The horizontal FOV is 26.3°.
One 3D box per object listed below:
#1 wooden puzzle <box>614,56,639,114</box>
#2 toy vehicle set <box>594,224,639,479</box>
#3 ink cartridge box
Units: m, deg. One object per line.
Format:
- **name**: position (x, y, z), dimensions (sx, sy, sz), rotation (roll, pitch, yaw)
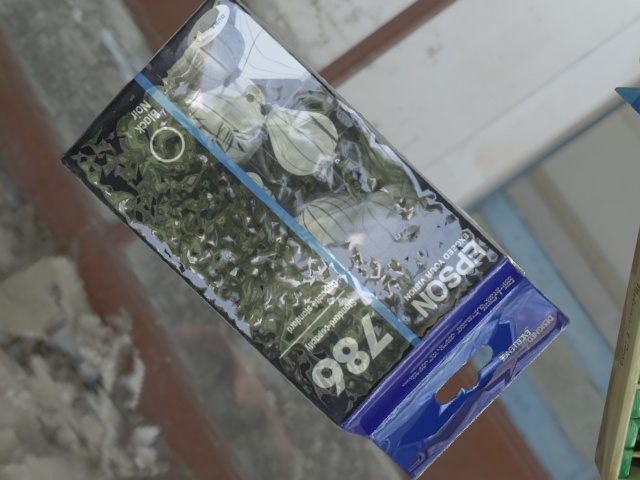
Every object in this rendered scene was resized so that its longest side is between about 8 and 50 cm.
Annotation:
- **wooden puzzle**: position (0.250, -0.104, 0.885), dimensions (0.078, 0.116, 0.014), rotation (52, 43, 2)
- **toy vehicle set**: position (0.300, 0.062, 0.981), dimensions (0.035, 0.166, 0.266), rotation (-101, -167, -62)
- **ink cartridge box**: position (0.000, 0.000, 0.929), dimensions (0.333, 0.165, 0.065), rotation (42, 4, 0)
